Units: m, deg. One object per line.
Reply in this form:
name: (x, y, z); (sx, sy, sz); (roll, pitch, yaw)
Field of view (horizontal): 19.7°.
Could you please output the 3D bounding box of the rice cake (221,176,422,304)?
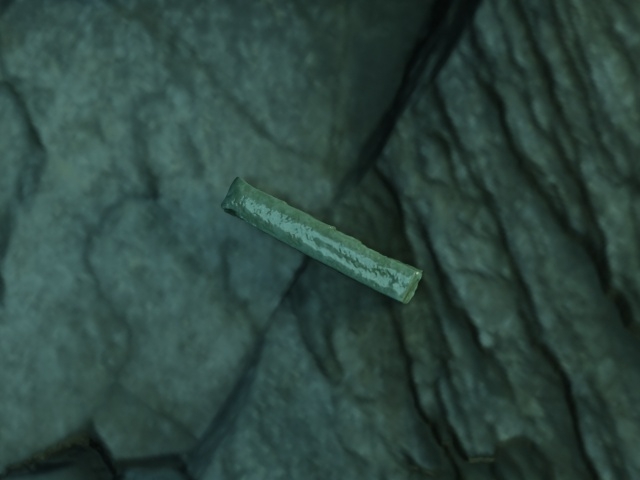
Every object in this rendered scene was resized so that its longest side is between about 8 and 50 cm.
rice cake: (0.000, 0.000, 1.022); (0.121, 0.021, 0.022); (27, 90, 12)
